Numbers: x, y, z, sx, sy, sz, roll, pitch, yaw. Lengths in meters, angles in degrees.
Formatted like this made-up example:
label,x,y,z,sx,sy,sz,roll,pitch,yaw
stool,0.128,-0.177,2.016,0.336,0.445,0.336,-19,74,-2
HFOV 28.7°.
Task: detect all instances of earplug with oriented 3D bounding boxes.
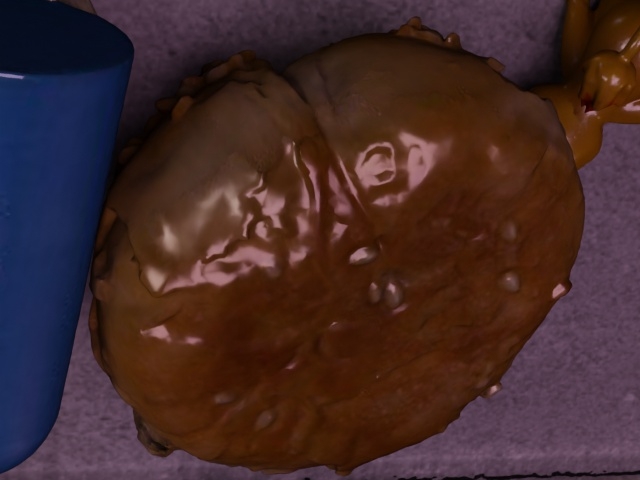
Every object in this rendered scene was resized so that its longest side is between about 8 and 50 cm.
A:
label,x,y,z,sx,sy,sz,roll,pitch,yaw
earplug,-0.187,0.012,0.693,0.133,0.132,0.272,4,116,-18

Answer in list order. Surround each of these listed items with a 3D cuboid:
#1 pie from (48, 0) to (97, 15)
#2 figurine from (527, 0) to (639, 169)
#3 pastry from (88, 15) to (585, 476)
label,x,y,z,sx,sy,sz,roll,pitch,yaw
pie,-0.289,-0.083,0.728,0.339,0.077,0.339,-6,115,-13
figurine,0.186,-0.101,0.836,0.121,0.122,0.176,46,104,6
pastry,0.000,0.000,0.790,0.316,0.184,0.284,-29,129,-3
